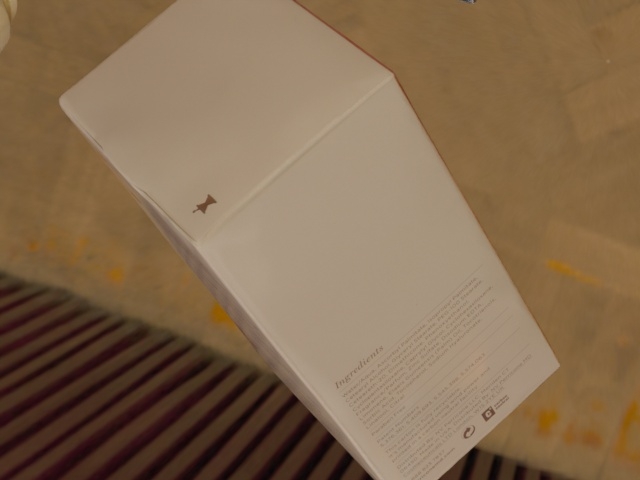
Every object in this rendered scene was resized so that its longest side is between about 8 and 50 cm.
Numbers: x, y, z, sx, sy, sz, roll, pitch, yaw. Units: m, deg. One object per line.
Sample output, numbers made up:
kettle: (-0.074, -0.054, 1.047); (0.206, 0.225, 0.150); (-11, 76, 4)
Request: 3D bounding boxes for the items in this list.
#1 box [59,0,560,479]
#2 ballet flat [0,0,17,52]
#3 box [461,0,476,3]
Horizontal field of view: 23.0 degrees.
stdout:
box: (0.000, 0.000, 1.148); (0.168, 0.345, 0.215); (-41, 45, -6)
ballet flat: (-0.252, -0.186, 0.822); (0.182, 0.164, 0.483); (15, 131, 27)
box: (0.120, -0.283, 0.981); (0.044, 0.159, 0.233); (18, 122, 18)
